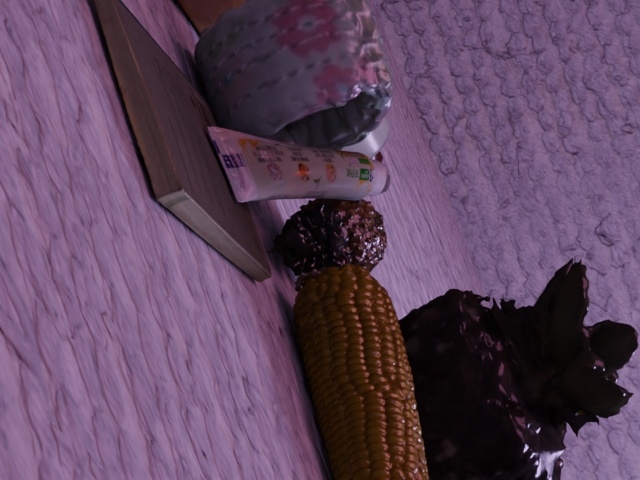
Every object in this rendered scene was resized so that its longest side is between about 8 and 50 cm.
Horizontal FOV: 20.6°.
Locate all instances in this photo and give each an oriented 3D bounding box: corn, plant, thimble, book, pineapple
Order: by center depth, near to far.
[{"bbox_3d":[-0.119,-0.089,1.580,0.283,0.025,0.215,48,20,-66],"label":"book"},{"bbox_3d":[0.043,0.148,1.687,0.106,0.106,0.305,57,13,-47],"label":"corn"},{"bbox_3d":[-0.019,-0.173,1.806,0.185,0.211,0.149,-2,68,-49],"label":"thimble"},{"bbox_3d":[0.184,0.158,1.841,0.213,0.312,0.215,56,10,-65],"label":"plant"},{"bbox_3d":[0.000,0.000,1.868,0.108,0.108,0.197,68,20,5],"label":"pineapple"}]

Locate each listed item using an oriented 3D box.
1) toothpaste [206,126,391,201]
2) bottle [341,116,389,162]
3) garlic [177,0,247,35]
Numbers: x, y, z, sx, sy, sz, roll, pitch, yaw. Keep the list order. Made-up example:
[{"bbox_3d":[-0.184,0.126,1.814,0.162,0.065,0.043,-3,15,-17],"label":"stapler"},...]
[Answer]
[{"bbox_3d":[-0.014,-0.069,1.762,0.058,0.056,0.314,24,10,28],"label":"toothpaste"},{"bbox_3d":[0.027,-0.184,2.448,0.245,0.104,0.104,57,13,-46],"label":"bottle"},{"bbox_3d":[-0.110,-0.290,1.890,0.245,0.145,0.164,46,53,-61],"label":"garlic"}]
